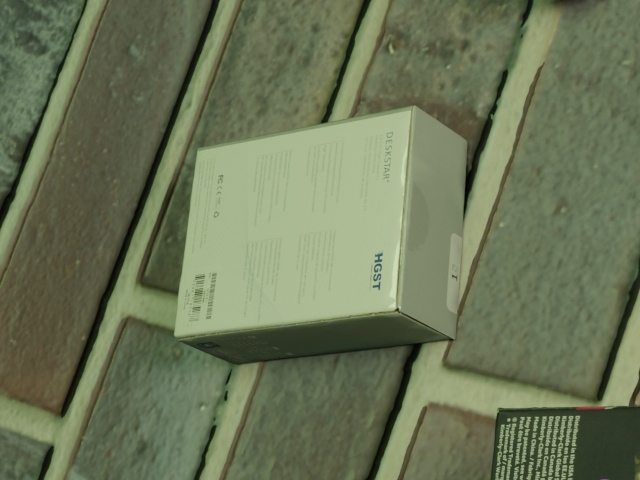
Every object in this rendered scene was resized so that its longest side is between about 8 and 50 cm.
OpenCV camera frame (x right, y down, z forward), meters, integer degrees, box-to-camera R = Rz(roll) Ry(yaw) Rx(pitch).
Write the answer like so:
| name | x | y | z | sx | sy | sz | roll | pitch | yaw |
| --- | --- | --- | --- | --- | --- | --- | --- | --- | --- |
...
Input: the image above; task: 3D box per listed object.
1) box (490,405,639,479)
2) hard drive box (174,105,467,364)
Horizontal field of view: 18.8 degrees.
| name | x | y | z | sx | sy | sz | roll | pitch | yaw |
| --- | --- | --- | --- | --- | --- | --- | --- | --- | --- |
| box | 0.263 | 0.196 | 1.299 | 0.270 | 0.165 | 0.143 | -4 | 69 | 36 |
| hard drive box | 0.000 | 0.000 | 1.635 | 0.232 | 0.089 | 0.181 | -8 | 67 | 35 |
